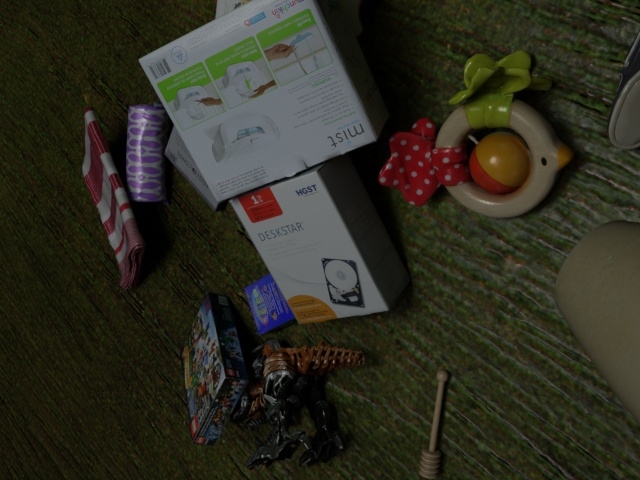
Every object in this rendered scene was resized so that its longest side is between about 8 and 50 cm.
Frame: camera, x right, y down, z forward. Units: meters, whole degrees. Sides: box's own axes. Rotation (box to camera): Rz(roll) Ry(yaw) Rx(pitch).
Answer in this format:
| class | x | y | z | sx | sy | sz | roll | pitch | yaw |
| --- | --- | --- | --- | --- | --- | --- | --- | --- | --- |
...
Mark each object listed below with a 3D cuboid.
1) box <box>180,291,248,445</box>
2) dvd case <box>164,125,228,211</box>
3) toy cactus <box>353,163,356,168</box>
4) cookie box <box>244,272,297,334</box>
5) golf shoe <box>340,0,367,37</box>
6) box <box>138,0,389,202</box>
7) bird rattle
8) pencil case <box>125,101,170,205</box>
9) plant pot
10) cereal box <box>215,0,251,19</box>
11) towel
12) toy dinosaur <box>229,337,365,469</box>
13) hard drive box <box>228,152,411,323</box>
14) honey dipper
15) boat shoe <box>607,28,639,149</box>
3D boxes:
| class | x | y | z | sx | sy | sz | roll | pitch | yaw |
| --- | --- | --- | --- | --- | --- | --- | --- | --- | --- |
| box | -0.198 | 0.227 | 1.230 | 0.159 | 0.044 | 0.233 | -62 | 29 | 24 |
| dvd case | -0.199 | -0.198 | 1.250 | 0.179 | 0.030 | 0.238 | 48 | 130 | 22 |
| toy cactus | -0.021 | -0.093 | 1.108 | 0.219 | 0.112 | 0.180 | -9 | 106 | 38 |
| cookie box | -0.074 | 0.105 | 1.186 | 0.107 | 0.040 | 0.091 | -30 | 73 | 38 |
| golf shoe | 0.036 | -0.438 | 1.025 | 0.115 | 0.140 | 0.306 | 6 | 75 | 65 |
| box | -0.072 | -0.209 | 0.942 | 0.262 | 0.127 | 0.231 | -20 | 110 | 23 |
| bird rattle | 0.204 | -0.115 | 0.887 | 0.207 | 0.143 | 0.253 | 45 | 124 | 10 |
| pencil case | -0.345 | -0.175 | 1.367 | 0.086 | 0.088 | 0.206 | 17 | 104 | 48 |
| plant pot | 0.383 | 0.097 | 0.690 | 0.274 | 0.256 | 0.256 | 43 | 120 | 48 |
| cereal box | -0.090 | -0.366 | 1.163 | 0.240 | 0.047 | 0.173 | 18 | 106 | 38 |
| towel | -0.442 | -0.081 | 1.426 | 0.329 | 0.037 | 0.237 | 65 | 153 | 17 |
| toy dinosaur | -0.058 | 0.253 | 1.123 | 0.322 | 0.164 | 0.218 | 126 | 139 | -53 |
| hard drive box | 0.000 | 0.000 | 1.024 | 0.181 | 0.089 | 0.232 | -15 | 110 | 39 |
| honey dipper | 0.169 | 0.268 | 1.001 | 0.030 | 0.030 | 0.160 | 10 | 97 | 40 |
| boat shoe | 0.386 | -0.204 | 0.778 | 0.065 | 0.075 | 0.206 | -95 | 21 | -63 |
